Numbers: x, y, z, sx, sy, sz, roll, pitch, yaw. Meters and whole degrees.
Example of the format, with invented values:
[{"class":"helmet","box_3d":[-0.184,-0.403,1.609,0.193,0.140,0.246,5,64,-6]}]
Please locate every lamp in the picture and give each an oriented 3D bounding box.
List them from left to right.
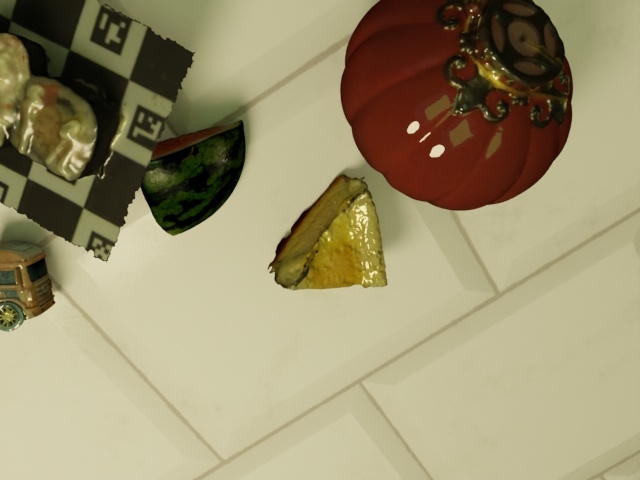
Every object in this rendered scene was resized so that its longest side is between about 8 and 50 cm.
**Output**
[{"class":"lamp","box_3d":[0.174,-0.187,0.774,0.303,0.257,0.303,6,73,-20]}]

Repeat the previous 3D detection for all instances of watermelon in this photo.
[{"class":"watermelon","box_3d":[-0.178,-0.074,0.853,0.193,0.137,0.145,-32,120,-42]}]

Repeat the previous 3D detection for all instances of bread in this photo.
[{"class":"bread","box_3d":[0.000,0.000,0.889,0.160,0.140,0.169,-15,110,-15]}]

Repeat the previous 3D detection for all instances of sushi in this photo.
[{"class":"sushi","box_3d":[-0.377,-0.171,0.710,0.373,0.100,0.296,30,105,6]}]

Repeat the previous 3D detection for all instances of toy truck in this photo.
[{"class":"toy truck","box_3d":[-0.516,0.052,0.854,0.256,0.108,0.140,-3,99,-5]}]
